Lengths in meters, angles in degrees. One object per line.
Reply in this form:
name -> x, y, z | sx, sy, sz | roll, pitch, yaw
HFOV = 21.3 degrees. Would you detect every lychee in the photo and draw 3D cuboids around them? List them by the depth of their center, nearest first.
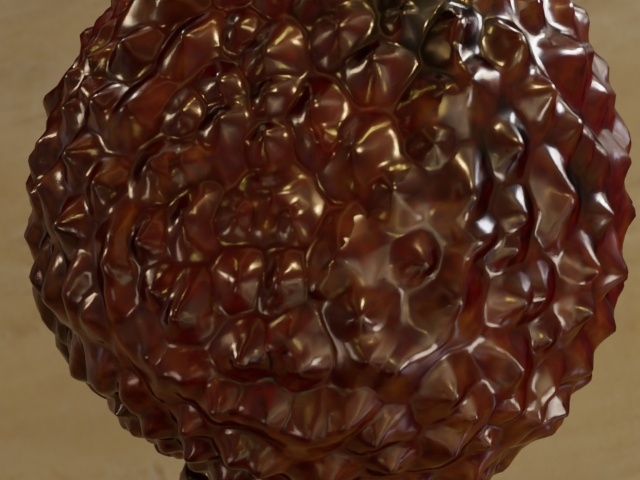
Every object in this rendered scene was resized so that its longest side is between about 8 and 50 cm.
lychee -> 0.000, 0.000, 1.180 | 0.425, 0.424, 0.500 | 23, 107, 12
